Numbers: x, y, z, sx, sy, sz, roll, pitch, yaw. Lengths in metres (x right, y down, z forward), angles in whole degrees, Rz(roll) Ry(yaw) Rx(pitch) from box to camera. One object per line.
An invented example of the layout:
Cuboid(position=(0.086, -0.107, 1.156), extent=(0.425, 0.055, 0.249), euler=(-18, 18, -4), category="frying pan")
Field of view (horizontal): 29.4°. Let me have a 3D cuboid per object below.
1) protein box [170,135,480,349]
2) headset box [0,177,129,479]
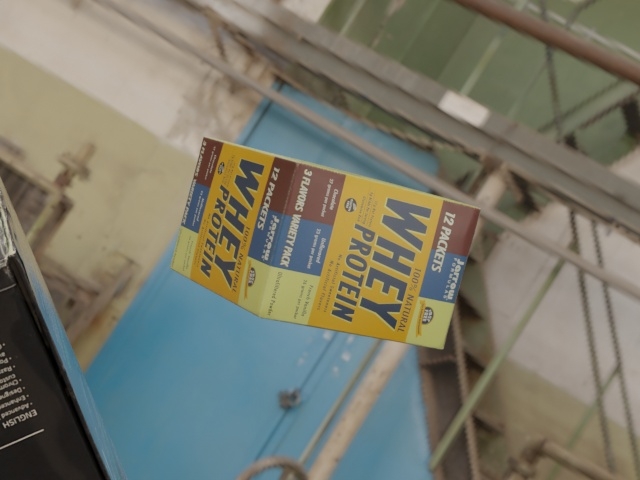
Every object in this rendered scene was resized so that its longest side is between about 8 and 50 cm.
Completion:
Cuboid(position=(0.000, 0.000, 1.133), extent=(0.199, 0.136, 0.201), euler=(12, 4, -30), category="protein box")
Cuboid(position=(-0.194, 0.135, 0.485), extent=(0.131, 0.246, 0.283), euler=(-127, -162, -56), category="headset box")
